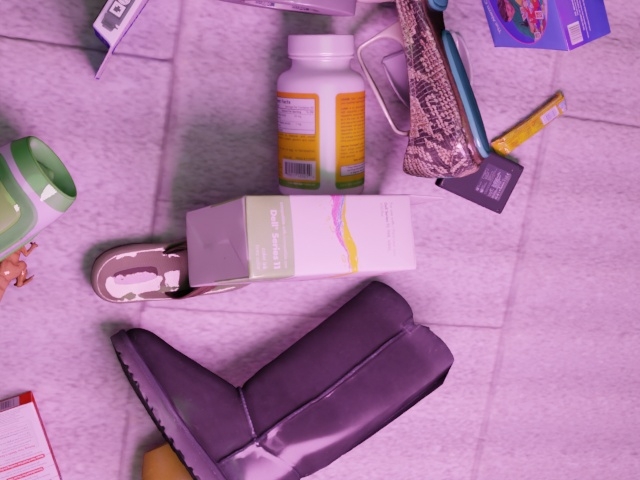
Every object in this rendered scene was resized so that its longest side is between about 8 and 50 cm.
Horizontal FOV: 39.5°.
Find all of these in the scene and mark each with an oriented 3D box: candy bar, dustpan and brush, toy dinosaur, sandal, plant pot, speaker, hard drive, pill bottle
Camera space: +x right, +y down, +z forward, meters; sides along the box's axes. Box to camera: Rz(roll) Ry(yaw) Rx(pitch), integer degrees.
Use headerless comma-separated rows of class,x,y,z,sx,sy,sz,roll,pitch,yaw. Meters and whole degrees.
candy bar,0.370,-0.201,1.561,0.161,0.018,0.040,-37,120,-6
dustpan and brush,0.203,-0.225,1.479,0.147,0.060,0.211,-24,109,-11
toy dinosaur,-0.460,0.049,1.296,0.064,0.112,0.211,12,61,-8
sandal,-0.204,0.046,1.397,0.303,0.086,0.120,-15,107,-17
plant pot,-0.238,0.377,1.458,0.134,0.134,0.095,-23,84,-12
speaker,-0.492,-0.022,1.244,0.297,0.131,0.131,-33,111,5
hard drive,0.277,-0.113,1.547,0.135,0.022,0.094,22,100,-22
pill bottle,0.001,-0.194,1.380,0.136,0.136,0.245,-4,104,-17

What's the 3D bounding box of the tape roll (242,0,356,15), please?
tape roll,-0.055,-0.371,1.275,0.219,0.219,0.072,3,102,-19

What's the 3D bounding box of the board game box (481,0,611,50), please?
board game box,0.306,-0.470,1.361,0.078,0.233,0.347,-24,109,-11

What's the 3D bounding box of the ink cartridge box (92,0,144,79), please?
ink cartridge box,-0.271,-0.319,1.226,0.045,0.206,0.208,31,91,-16

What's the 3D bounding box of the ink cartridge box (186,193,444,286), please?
ink cartridge box,0.000,0.000,1.344,0.354,0.207,0.119,-2,86,-32

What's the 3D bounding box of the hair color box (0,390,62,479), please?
hair color box,-0.473,0.332,1.399,0.093,0.053,0.167,-17,106,-15

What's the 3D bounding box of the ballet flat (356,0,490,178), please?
ballet flat,0.137,-0.330,1.376,0.182,0.164,0.482,-8,95,20

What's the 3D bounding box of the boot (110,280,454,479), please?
boot,-0.057,0.192,1.435,0.445,0.146,0.367,-33,80,-18
